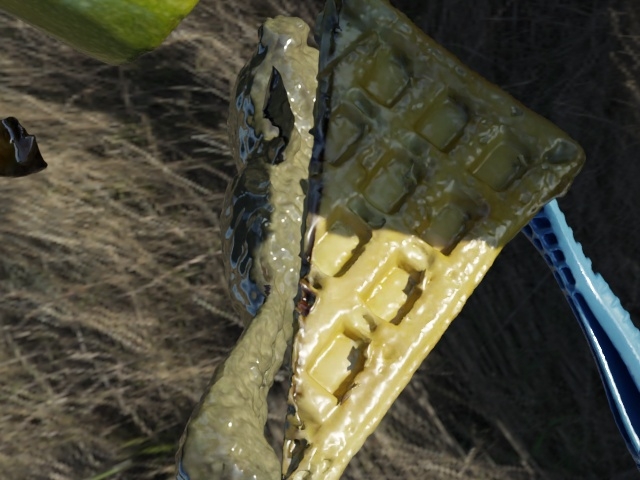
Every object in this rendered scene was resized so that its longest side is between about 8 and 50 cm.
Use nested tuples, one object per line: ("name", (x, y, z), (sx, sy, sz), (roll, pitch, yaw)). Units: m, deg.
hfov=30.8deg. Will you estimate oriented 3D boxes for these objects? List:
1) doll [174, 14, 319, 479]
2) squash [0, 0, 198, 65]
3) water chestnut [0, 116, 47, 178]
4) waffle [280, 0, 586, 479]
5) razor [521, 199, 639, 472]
("doll", (-0.022, 0.002, 0.576), (0.091, 0.286, 0.203), (-4, 107, 12))
("squash", (-0.189, -0.195, 0.648), (0.169, 0.252, 0.093), (-33, 43, 38))
("water chestnut", (-0.289, -0.070, 0.522), (0.335, 0.347, 0.335), (-173, 90, -66))
("waffle", (0.000, 0.000, 0.334), (0.097, 0.153, 0.023), (37, 158, 6))
("razor", (0.129, 0.046, 0.539), (0.253, 0.042, 0.082), (56, 152, 0))
